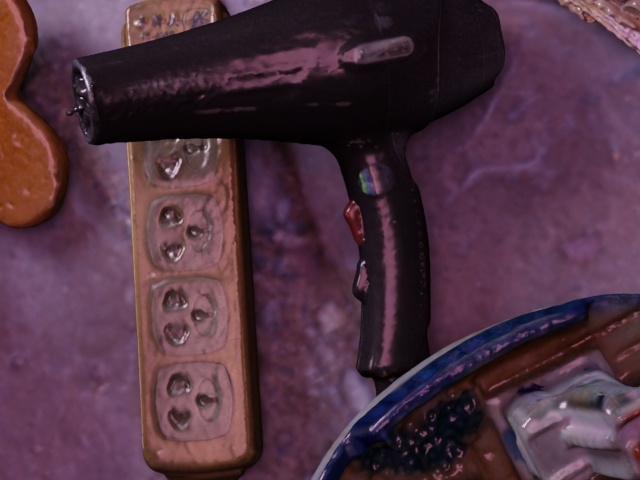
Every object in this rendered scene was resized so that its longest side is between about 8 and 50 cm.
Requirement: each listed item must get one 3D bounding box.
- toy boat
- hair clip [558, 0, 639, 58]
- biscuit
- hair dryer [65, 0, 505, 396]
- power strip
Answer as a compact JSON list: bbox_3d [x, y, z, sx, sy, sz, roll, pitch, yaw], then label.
[{"bbox_3d":[0.095,0.107,0.858,0.262,0.115,0.114,-28,103,0],"label":"toy boat"},{"bbox_3d":[0.191,-0.104,0.919,0.056,0.062,0.214,-43,81,-12],"label":"hair clip"},{"bbox_3d":[-0.272,-0.068,0.978,0.250,0.036,0.165,-10,93,7],"label":"biscuit"},{"bbox_3d":[0.000,0.000,0.903,0.235,0.091,0.272,-11,90,-18],"label":"hair dryer"},{"bbox_3d":[-0.072,-0.010,0.945,0.064,0.044,0.305,-5,81,7],"label":"power strip"}]
